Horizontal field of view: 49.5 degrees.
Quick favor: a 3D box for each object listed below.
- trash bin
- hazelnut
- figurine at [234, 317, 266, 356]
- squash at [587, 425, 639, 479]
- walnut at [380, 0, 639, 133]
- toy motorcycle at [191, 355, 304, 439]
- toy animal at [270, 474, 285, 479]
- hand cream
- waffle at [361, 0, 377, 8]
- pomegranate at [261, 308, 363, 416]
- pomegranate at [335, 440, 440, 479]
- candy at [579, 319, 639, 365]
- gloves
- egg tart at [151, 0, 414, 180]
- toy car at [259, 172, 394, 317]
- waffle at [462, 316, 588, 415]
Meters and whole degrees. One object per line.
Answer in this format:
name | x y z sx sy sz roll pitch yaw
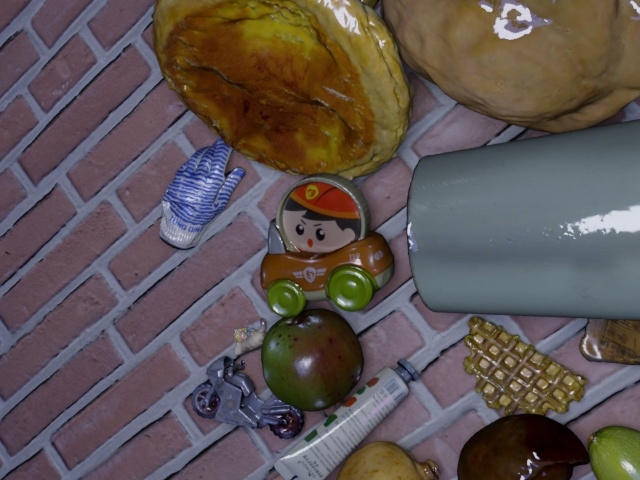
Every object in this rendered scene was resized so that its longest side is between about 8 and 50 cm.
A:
trash bin | 0.361 -0.022 0.955 0.431 0.280 0.281 -4 90 28
hazelnut | 0.304 0.349 1.050 0.201 0.170 0.161 -30 82 39
figurine | -0.128 0.178 1.269 0.083 0.047 0.051 -24 69 25
squash | 0.475 0.354 1.025 0.186 0.123 0.123 43 104 17
walnut | 0.268 -0.328 0.960 0.383 0.383 0.384 0 91 19
toy motorcycle | -0.127 0.279 1.252 0.215 0.080 0.123 11 97 13
toy animal | -0.078 0.506 1.197 0.166 0.154 0.250 43 106 5
hand cream | 0.050 0.302 1.142 0.276 0.059 0.095 -40 114 -13
waffle | -0.020 -0.449 1.208 0.247 0.055 0.221 37 102 15
pomegranate | -0.009 0.218 1.170 0.179 0.180 0.210 -6 119 19
pomegranate | 0.109 0.415 1.118 0.196 0.196 0.196 0 91 19
candy | 0.530 0.137 1.013 0.271 0.101 0.143 11 96 23
gloves | -0.219 -0.089 1.273 0.119 0.097 0.229 24 95 -13
egg tart | -0.050 -0.274 1.083 0.442 0.443 0.178 14 60 18
toy car | 0.000 0.000 1.143 0.235 0.145 0.235 4 105 17
waffle | 0.325 0.202 1.109 0.191 0.046 0.161 -3 91 18
